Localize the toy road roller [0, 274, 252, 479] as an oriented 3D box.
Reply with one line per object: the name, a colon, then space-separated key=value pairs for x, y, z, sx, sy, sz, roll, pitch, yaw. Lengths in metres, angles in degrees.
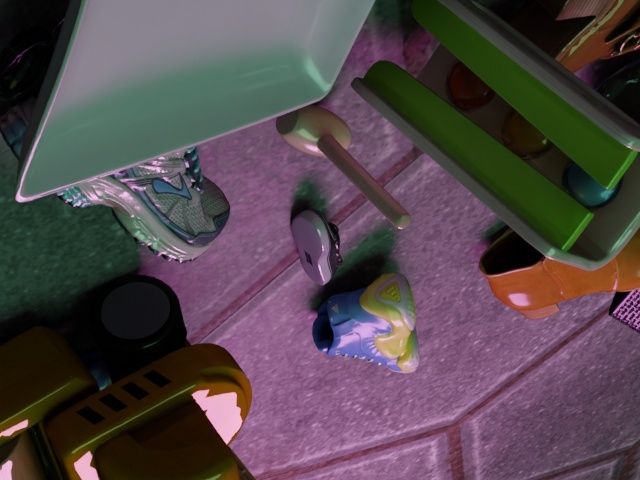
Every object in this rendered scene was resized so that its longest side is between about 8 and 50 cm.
toy road roller: x=-0.218 y=0.214 z=1.496 sx=0.330 sy=0.240 sz=0.202 roll=-28 pitch=145 yaw=-17

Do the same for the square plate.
square plate: x=-0.061 y=-0.204 z=1.105 sx=0.344 sy=0.049 sz=0.347 roll=-23 pitch=150 yaw=-42

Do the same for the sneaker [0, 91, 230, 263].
sneaker: x=-0.140 y=-0.069 z=1.279 sx=0.122 sy=0.110 sz=0.283 roll=-40 pitch=153 yaw=12

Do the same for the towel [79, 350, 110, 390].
towel: x=-0.347 y=0.226 z=1.669 sx=0.209 sy=0.034 sz=0.285 roll=-11 pitch=148 yaw=-35

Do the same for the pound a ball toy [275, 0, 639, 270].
pound a ball toy: x=0.137 y=-0.087 z=1.344 sx=0.136 sy=0.319 sz=0.208 roll=12 pitch=117 yaw=-53

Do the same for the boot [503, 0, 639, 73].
boot: x=0.250 y=-0.200 z=1.475 sx=0.220 sy=0.109 sz=0.283 roll=-13 pitch=142 yaw=-38

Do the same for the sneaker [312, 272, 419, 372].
sneaker: x=0.054 y=0.107 z=1.836 sx=0.126 sy=0.091 sz=0.240 roll=-10 pitch=153 yaw=1

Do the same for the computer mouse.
computer mouse: x=-0.184 y=-0.187 z=1.112 sx=0.242 sy=0.041 sz=0.071 roll=-41 pitch=165 yaw=33

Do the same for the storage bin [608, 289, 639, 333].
storage bin: x=0.489 y=0.043 z=2.083 sx=0.122 sy=0.084 sz=0.180 roll=-58 pitch=178 yaw=-45

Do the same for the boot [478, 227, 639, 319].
boot: x=0.353 y=0.002 z=1.911 sx=0.295 sy=0.104 sz=0.211 roll=-29 pitch=154 yaw=7

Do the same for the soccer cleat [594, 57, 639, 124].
soccer cleat: x=0.435 y=-0.188 z=1.677 sx=0.331 sy=0.116 sz=0.143 roll=-25 pitch=169 yaw=-6

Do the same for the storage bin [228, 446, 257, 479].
storage bin: x=-0.203 y=0.336 z=1.706 sx=0.262 sy=0.260 sz=0.123 roll=-30 pitch=153 yaw=-25

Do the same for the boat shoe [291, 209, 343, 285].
boat shoe: x=0.000 y=0.000 z=1.618 sx=0.040 sy=0.049 sz=0.142 roll=-43 pitch=159 yaw=-17
